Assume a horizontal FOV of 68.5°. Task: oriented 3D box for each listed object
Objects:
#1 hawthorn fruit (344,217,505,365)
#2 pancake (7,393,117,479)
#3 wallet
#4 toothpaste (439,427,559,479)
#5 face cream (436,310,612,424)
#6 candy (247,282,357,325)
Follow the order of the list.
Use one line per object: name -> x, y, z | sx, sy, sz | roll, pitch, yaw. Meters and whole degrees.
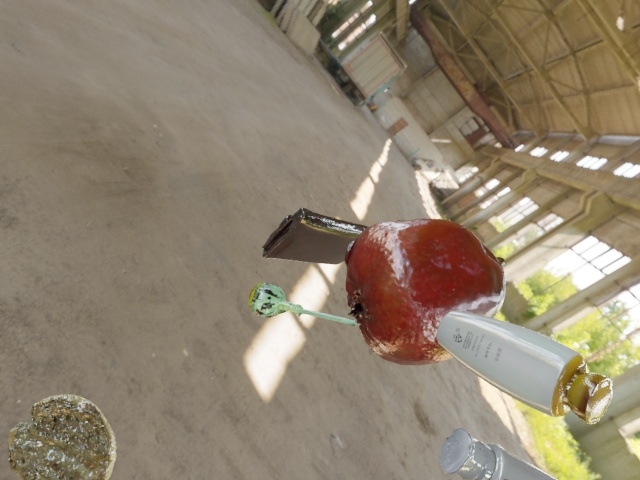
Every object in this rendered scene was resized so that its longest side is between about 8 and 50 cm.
hawthorn fruit -> 0.200, 0.086, 0.851 | 0.265, 0.307, 0.265 | 168, -90, -71
pancake -> -0.875, 0.705, 1.595 | 0.382, 0.382, 0.071 | 54, 1, 3
wallet -> 0.000, 0.000, 1.094 | 0.229, 0.182, 0.049 | 12, 52, -35
toothpaste -> 0.312, 0.374, 0.680 | 0.299, 0.114, 0.073 | 32, 30, -8
face cream -> 0.204, 0.126, 0.496 | 0.051, 0.072, 0.182 | 20, 0, -36
candy -> -0.012, 0.044, 0.305 | 0.025, 0.083, 0.023 | 39, 63, -56
